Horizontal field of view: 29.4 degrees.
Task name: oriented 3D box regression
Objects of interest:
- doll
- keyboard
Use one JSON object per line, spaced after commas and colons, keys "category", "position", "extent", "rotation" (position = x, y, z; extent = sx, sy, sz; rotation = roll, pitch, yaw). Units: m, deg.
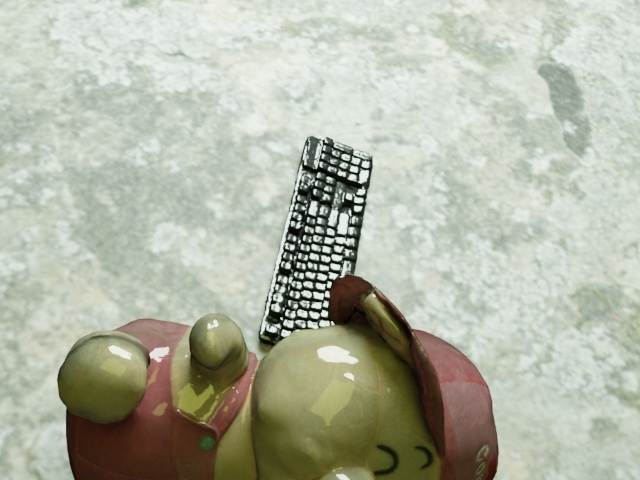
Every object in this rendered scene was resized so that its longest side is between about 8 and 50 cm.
{"category": "doll", "position": [-0.020, 0.115, 0.710], "extent": [0.256, 0.196, 0.152], "rotation": [0, 54, -7]}
{"category": "keyboard", "position": [0.000, 0.000, 0.903], "extent": [0.060, 0.018, 0.195], "rotation": [16, 53, -6]}
